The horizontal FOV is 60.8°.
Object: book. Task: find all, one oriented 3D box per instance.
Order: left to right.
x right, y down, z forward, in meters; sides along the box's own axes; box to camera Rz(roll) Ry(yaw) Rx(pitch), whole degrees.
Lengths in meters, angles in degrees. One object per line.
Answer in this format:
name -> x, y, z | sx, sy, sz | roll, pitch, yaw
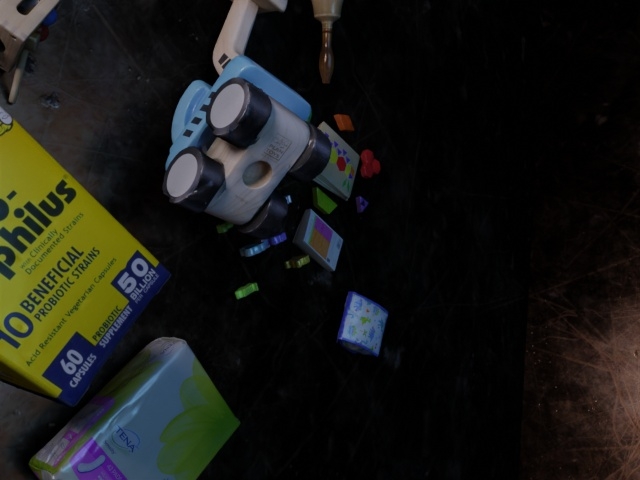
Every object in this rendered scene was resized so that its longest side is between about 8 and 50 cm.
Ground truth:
book -> 0.000, 0.000, 1.358 | 0.144, 0.035, 0.096 | 43, 52, -39

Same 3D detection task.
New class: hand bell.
hand bell -> 0.016, -0.526, 1.393 | 0.126, 0.126, 0.241 | -13, 108, -49

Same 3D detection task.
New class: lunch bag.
lunch bag -> 0.097, 0.215, 1.401 | 0.151, 0.096, 0.128 | 42, 56, -51

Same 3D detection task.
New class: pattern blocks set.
pattern blocks set -> 0.036, -0.201, 1.422 | 0.325, 0.026, 0.285 | 45, 54, -37

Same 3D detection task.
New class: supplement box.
supplement box -> -0.382, -0.004, 0.597 | 0.356, 0.195, 0.194 | 53, 51, -34

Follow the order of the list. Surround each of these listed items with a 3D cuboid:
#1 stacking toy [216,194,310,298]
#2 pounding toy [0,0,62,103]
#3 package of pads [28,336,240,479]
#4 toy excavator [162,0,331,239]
stacking toy -> -0.122, 0.009, 1.198 | 0.221, 0.052, 0.166 | -29, 108, -46
pounding toy -> -0.447, -0.304, 0.803 | 0.100, 0.130, 0.141 | 37, 59, -27
package of pads -> -0.298, 0.335, 0.923 | 0.296, 0.101, 0.229 | -48, 123, -42
toy excavator -> -0.165, -0.292, 1.071 | 0.222, 0.445, 0.432 | 23, 110, -47
